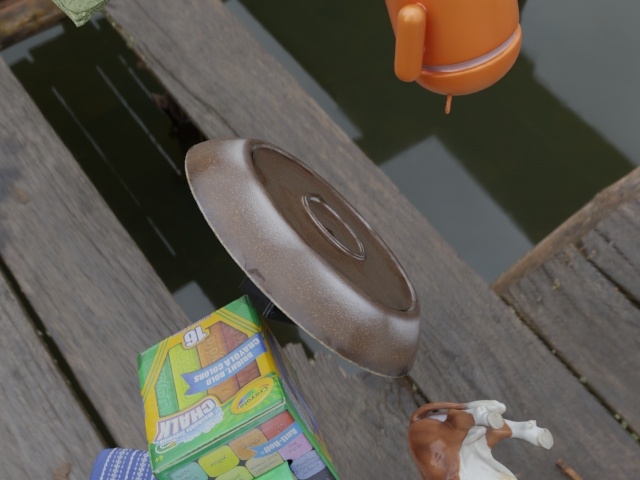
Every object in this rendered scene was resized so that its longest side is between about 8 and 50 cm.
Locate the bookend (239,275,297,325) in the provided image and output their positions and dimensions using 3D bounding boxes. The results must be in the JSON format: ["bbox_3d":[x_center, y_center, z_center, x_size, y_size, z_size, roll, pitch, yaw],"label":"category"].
[{"bbox_3d":[-0.048,0.045,1.038,0.157,0.156,0.072,38,100,39],"label":"bookend"}]

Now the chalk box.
[{"bbox_3d":[-0.076,0.180,0.731,0.132,0.132,0.213,-29,34,-2],"label":"chalk box"}]

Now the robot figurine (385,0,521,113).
[{"bbox_3d":[0.129,-0.237,0.784,0.128,0.219,0.158,-12,41,15],"label":"robot figurine"}]

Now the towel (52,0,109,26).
[{"bbox_3d":[-0.240,-0.310,0.829,0.148,0.110,0.027,-34,21,12],"label":"towel"}]

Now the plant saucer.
[{"bbox_3d":[0.000,0.000,0.786,0.050,0.311,0.310,-44,63,15],"label":"plant saucer"}]

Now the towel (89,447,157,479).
[{"bbox_3d":[-0.249,0.407,1.054,0.336,0.040,0.243,-13,57,48],"label":"towel"}]

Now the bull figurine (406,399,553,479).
[{"bbox_3d":[0.209,0.322,0.898,0.101,0.188,0.310,-22,77,-43],"label":"bull figurine"}]
